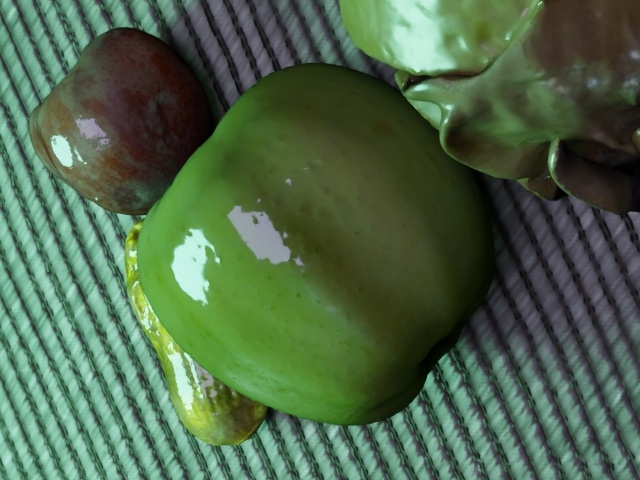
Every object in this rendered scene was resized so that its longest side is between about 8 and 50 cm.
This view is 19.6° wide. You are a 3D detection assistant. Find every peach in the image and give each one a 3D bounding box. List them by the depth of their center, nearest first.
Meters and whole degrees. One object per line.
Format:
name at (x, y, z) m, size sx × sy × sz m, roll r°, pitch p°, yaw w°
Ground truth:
peach at (-0.160, -0.089, 1.542) m, size 0.152 × 0.152 × 0.152 m, roll 4°, pitch 99°, yaw 23°

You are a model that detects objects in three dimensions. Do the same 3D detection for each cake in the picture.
cake at (0.172, -0.170, 1.297) m, size 0.332 × 0.332 × 0.321 m, roll -2°, pitch 121°, yaw 24°

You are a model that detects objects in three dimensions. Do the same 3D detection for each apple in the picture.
apple at (0.000, 0.000, 1.422) m, size 0.279 × 0.279 × 0.279 m, roll 4°, pitch 99°, yaw 23°

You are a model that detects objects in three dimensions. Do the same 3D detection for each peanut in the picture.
peanut at (-0.105, 0.075, 1.558) m, size 0.087 × 0.087 × 0.207 m, roll -22°, pitch 91°, yaw 25°
